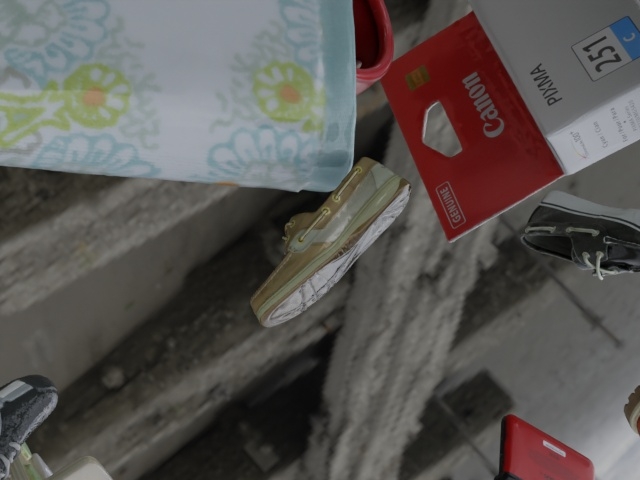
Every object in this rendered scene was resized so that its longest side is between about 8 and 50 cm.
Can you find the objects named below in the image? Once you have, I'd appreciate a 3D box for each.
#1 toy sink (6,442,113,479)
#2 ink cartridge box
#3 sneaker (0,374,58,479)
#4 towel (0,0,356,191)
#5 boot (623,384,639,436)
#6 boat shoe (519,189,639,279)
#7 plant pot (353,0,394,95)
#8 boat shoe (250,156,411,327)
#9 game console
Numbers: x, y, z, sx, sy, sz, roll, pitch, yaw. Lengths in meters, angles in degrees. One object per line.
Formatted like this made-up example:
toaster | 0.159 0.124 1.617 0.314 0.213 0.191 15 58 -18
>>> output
toy sink | -0.313 0.288 1.321 0.234 0.131 0.152 -33 130 -8
ink cartridge box | 0.187 -0.169 1.280 0.261 0.296 0.066 -29 132 10
sneaker | -0.286 0.229 1.127 0.229 0.132 0.086 -43 160 -20
towel | -0.138 -0.220 0.918 0.321 0.374 0.090 3 160 -17
boot | 0.282 0.102 0.903 0.059 0.084 0.158 18 121 -26
boat shoe | 0.300 0.008 1.380 0.070 0.219 0.078 -48 122 -14
plant pot | -0.058 -0.186 1.177 0.174 0.191 0.191 -29 164 31
boat shoe | 0.000 0.000 0.867 0.135 0.045 0.050 -43 160 -13
game console | 0.223 0.279 1.435 0.144 0.124 0.085 32 137 -27
